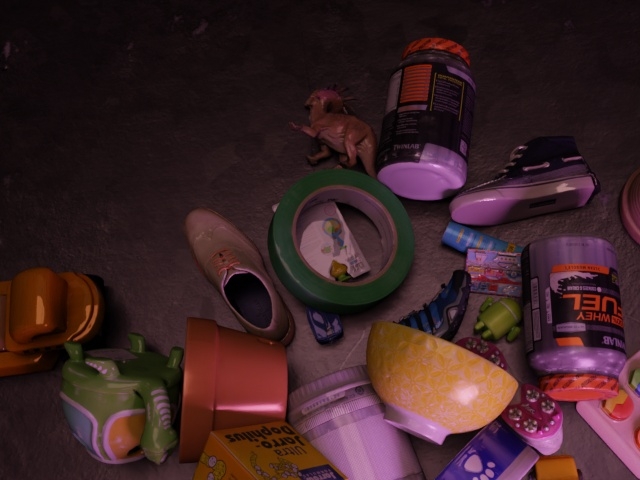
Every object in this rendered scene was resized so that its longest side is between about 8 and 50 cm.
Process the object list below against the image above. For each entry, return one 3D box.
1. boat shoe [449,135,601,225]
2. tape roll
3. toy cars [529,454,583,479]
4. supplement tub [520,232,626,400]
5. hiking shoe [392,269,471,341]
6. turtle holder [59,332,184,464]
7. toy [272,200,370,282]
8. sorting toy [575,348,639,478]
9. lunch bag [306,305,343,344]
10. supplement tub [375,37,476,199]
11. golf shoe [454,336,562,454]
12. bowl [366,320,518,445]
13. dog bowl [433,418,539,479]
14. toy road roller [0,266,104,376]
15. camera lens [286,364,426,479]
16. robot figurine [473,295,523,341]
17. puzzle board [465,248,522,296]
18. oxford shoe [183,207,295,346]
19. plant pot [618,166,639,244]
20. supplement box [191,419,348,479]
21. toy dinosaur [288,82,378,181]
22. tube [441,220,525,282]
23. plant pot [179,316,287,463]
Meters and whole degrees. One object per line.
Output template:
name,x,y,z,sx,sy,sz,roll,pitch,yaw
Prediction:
boat shoe,0.447,-0.140,1.668,0.340,0.127,0.158,-8,61,-5
tape roll,0.046,0.000,1.620,0.321,0.077,0.321,6,67,-14
toy cars,0.405,0.590,1.396,0.176,0.087,0.394,34,77,18
supplement tub,0.515,0.159,1.494,0.193,0.193,0.316,0,69,7
hiking shoe,0.222,0.181,1.563,0.132,0.113,0.304,25,73,17
turtle holder,-0.385,0.333,1.501,0.320,0.243,0.227,8,95,21
toy,0.000,0.000,1.691,0.137,0.056,0.237,-25,72,-11
sorting toy,0.662,0.346,1.487,0.208,0.038,0.193,-37,69,-8
lunch bag,0.010,0.182,1.614,0.067,0.065,0.098,-22,67,-2
supplement tub,0.248,-0.281,1.690,0.207,0.207,0.338,7,70,10
golf shoe,0.371,0.318,1.485,0.115,0.140,0.306,-36,40,-5
bowl,0.196,0.278,1.336,0.289,0.289,0.156,22,76,14
dog bowl,0.281,0.463,1.365,0.265,0.265,0.104,-44,68,-10
toy road roller,-0.639,0.164,1.604,0.329,0.240,0.203,-9,68,3
camera lens,0.067,0.410,1.435,0.219,0.219,0.274,-21,68,-2
robot figurine,0.384,0.169,1.573,0.115,0.067,0.101,-37,64,-8
puzzle board,0.386,0.072,1.620,0.128,0.011,0.096,6,95,8
oxford shoe,-0.190,0.061,1.641,0.140,0.146,0.397,-38,69,-7
plant pot,0.790,-0.088,1.603,0.237,0.110,0.237,-3,69,7
supplement box,-0.135,0.536,1.323,0.195,0.194,0.357,33,106,37
toy dinosaur,0.057,-0.268,1.759,0.295,0.127,0.200,36,70,12
tube,0.377,0.020,1.647,0.207,0.052,0.080,24,89,10
plant pot,-0.179,0.305,1.490,0.203,0.291,0.291,3,68,-9
